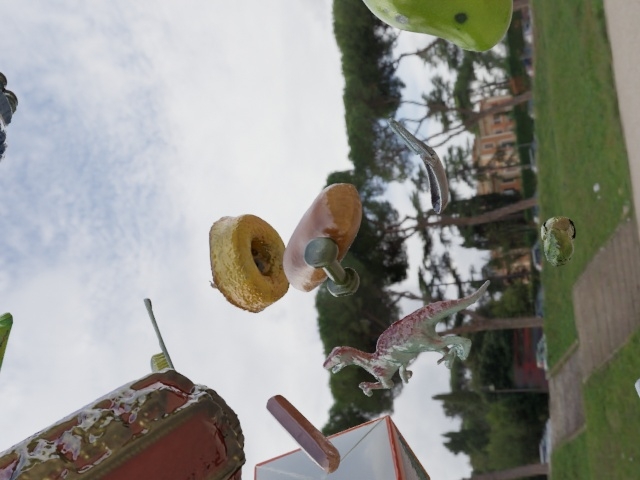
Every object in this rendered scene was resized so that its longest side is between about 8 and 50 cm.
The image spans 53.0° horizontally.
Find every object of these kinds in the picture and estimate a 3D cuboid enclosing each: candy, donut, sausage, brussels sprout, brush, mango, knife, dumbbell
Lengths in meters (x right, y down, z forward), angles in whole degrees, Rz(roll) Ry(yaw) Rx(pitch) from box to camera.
[{"bbox_3d":[-0.611,0.225,1.170,0.102,0.032,0.178,-31,-41,-79],"label":"candy"},{"bbox_3d":[-0.173,0.051,1.569,0.253,0.118,0.253,40,-144,-38],"label":"donut"},{"bbox_3d":[-0.024,0.245,0.822,0.035,0.147,0.030,-6,-64,-36],"label":"sausage"},{"bbox_3d":[0.324,-0.003,0.868,0.083,0.046,0.051,-65,-39,-60],"label":"brussels sprout"},{"bbox_3d":[0.000,0.000,0.996,0.238,0.098,0.098,119,164,-54],"label":"sausage"},{"bbox_3d":[-0.403,0.280,1.589,0.068,0.060,0.296,29,137,63],"label":"brush"},{"bbox_3d":[0.188,-0.409,1.038,0.293,0.175,0.143,24,-139,-18],"label":"mango"},{"bbox_3d":[0.209,-0.123,1.200,0.123,0.053,0.278,60,-173,32],"label":"knife"},{"bbox_3d":[0.017,0.040,0.931,0.118,0.052,0.046,53,-145,-53],"label":"dumbbell"}]

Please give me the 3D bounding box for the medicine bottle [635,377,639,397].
[{"bbox_3d":[0.367,0.271,0.542,0.110,0.110,0.351,58,-163,-45],"label":"medicine bottle"}]

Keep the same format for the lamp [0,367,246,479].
[{"bbox_3d":[-0.194,0.227,0.569,0.274,0.177,0.177,-24,-74,-46],"label":"lamp"}]

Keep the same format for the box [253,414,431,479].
[{"bbox_3d":[0.064,0.585,1.221,0.257,0.319,0.348,57,-167,-31],"label":"box"}]

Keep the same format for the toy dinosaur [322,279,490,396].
[{"bbox_3d":[0.129,0.129,0.885,0.242,0.167,0.053,-59,10,31],"label":"toy dinosaur"}]

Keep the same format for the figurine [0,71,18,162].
[{"bbox_3d":[-0.328,-0.109,0.610,0.149,0.087,0.086,-93,-5,-54],"label":"figurine"}]
